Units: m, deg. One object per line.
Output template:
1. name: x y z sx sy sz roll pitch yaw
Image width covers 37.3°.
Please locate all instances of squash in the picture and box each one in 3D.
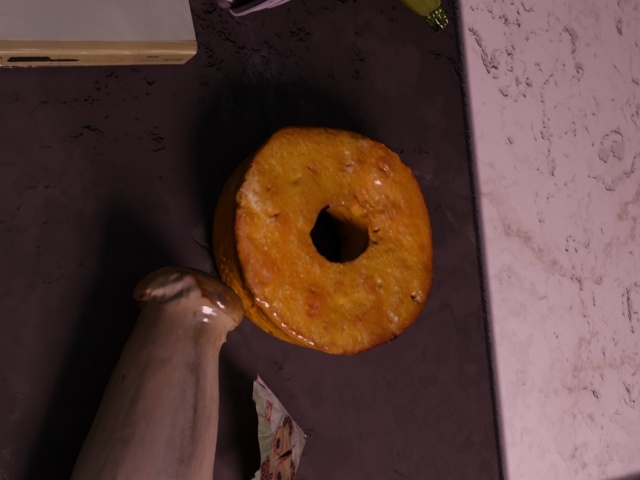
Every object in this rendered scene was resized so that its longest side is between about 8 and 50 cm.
1. squash: 0.100 -0.393 1.348 0.252 0.066 0.066 34 62 -32

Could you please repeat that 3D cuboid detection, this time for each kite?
1. kite: -0.068 0.262 1.060 0.250 0.012 0.230 -30 118 -65

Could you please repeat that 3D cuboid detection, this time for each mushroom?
1. mushroom: -0.172 0.230 0.964 0.154 0.137 0.408 24 73 -21

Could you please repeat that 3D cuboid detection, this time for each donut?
1. donut: 0.000 0.000 1.165 0.302 0.110 0.303 9 75 -37

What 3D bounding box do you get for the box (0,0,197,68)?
1. box: -0.270 -0.291 1.030 0.270 0.045 0.211 -12 90 -40

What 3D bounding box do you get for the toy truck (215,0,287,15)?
1. toy truck: -0.085 -0.393 1.168 0.116 0.110 0.216 -25 98 -51
